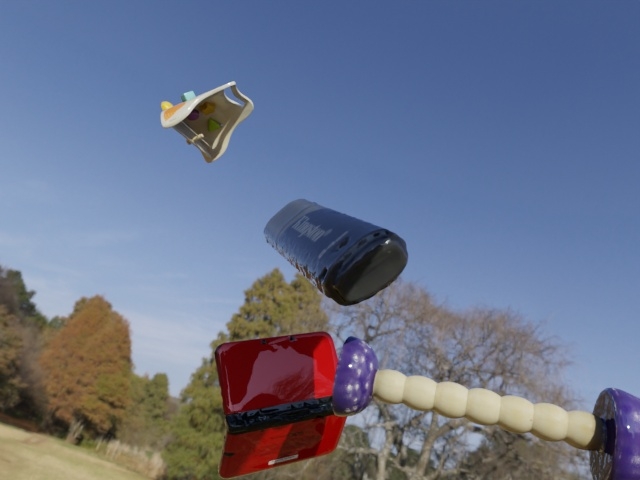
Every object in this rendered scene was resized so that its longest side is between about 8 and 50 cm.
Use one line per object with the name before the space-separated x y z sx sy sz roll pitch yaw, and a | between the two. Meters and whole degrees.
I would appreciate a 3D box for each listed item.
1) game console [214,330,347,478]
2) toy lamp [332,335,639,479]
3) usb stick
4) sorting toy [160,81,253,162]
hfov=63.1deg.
game console | -0.048 0.182 0.585 0.144 0.085 0.124 -1 -58 -27
toy lamp | 0.150 0.141 0.422 0.274 0.080 0.080 9 -28 18
usb stick | 0.000 0.000 0.513 0.045 0.077 0.278 59 -9 -17
sorting toy | -0.106 -0.125 0.512 0.075 0.045 0.083 -28 -21 8
